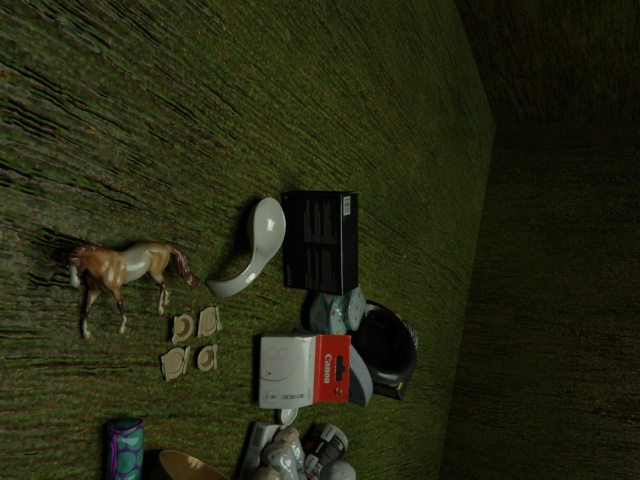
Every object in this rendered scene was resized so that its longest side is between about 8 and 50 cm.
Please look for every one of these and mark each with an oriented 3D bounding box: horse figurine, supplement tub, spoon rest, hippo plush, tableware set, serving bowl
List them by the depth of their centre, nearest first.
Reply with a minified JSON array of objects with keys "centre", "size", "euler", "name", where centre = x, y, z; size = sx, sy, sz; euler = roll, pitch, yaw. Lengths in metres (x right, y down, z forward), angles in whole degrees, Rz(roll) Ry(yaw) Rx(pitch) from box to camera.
[{"centre":[-0.331,0.065,0.844],"size":[0.263,0.066,0.174],"euler":[-22,119,-53],"name":"horse figurine"},{"centre":[-0.270,0.217,1.008],"size":[0.169,0.020,0.141],"euler":[1,94,-59],"name":"tableware set"},{"centre":[-0.153,0.016,1.106],"size":[0.276,0.084,0.137],"euler":[-60,141,-33],"name":"spoon rest"},{"centre":[-0.036,0.642,1.187],"size":[0.234,0.237,0.294],"euler":[74,30,-57],"name":"hippo plush"},{"centre":[-0.095,0.472,1.324],"size":[0.083,0.027,0.083],"euler":[-13,105,-58],"name":"serving bowl"},{"centre":[-0.007,0.653,1.412],"size":[0.190,0.117,0.117],"euler":[-43,130,-48],"name":"supplement tub"}]

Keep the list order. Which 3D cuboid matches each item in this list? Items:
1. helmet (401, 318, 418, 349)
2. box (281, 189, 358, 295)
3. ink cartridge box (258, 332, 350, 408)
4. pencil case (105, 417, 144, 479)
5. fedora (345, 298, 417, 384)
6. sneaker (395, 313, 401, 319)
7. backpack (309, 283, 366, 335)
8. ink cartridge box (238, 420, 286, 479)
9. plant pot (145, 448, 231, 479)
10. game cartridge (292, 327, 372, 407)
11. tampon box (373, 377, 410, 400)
[{"centre":[0.296,0.383,1.817],"size":[0.169,0.162,0.169],"euler":[-14,106,-57],"name":"helmet"},{"centre":[0.000,0.000,1.257],"size":[0.103,0.184,0.261],"euler":[-18,110,-59],"name":"box"},{"centre":[-0.040,0.335,1.215],"size":[0.066,0.233,0.189],"euler":[-73,165,-85],"name":"ink cartridge box"},{"centre":[-0.357,0.401,0.853],"size":[0.070,0.065,0.151],"euler":[-2,96,-75],"name":"pencil case"},{"centre":[0.153,0.353,1.550],"size":[0.334,0.334,0.152],"euler":[-29,155,-53],"name":"fedora"},{"centre":[0.205,0.385,1.710],"size":[0.099,0.121,0.262],"euler":[46,59,-39],"name":"sneaker"},{"centre":[0.048,0.204,1.410],"size":[0.188,0.144,0.165],"euler":[-59,146,-31],"name":"backpack"},{"centre":[-0.149,0.558,1.257],"size":[0.179,0.045,0.145],"euler":[63,40,-68],"name":"ink cartridge box"},{"centre":[-0.279,0.576,0.889],"size":[0.254,0.237,0.237],"euler":[-57,141,-14],"name":"plant pot"},{"centre":[0.047,0.374,1.379],"size":[0.060,0.196,0.294],"euler":[-51,137,-31],"name":"game cartridge"},{"centre":[0.235,0.495,1.737],"size":[0.120,0.161,0.101],"euler":[-62,142,-33],"name":"tampon box"}]
